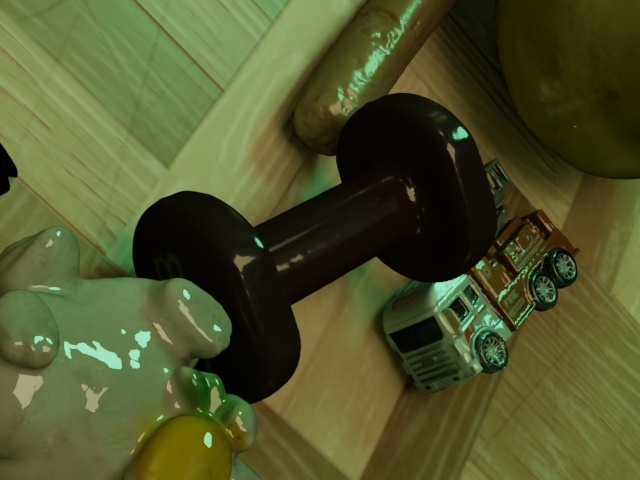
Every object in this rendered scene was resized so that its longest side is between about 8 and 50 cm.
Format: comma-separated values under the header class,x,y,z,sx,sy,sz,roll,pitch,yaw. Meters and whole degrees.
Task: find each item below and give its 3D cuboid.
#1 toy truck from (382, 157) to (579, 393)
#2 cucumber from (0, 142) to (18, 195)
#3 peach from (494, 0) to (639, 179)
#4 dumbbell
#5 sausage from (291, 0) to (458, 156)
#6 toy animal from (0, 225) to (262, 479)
class,x,y,z,sx,sy,sz,roll,pitch,yaw
toy truck,0.116,0.029,0.867,0.115,0.080,0.178,53,49,-8
cucumber,-0.224,-0.083,0.646,0.135,0.034,0.033,48,47,-19
peach,0.301,-0.214,0.951,0.315,0.281,0.314,55,50,-30
dumbbell,0.000,0.000,0.725,0.225,0.124,0.140,-27,107,-33
sausage,0.063,-0.174,0.900,0.066,0.066,0.301,50,49,-17
toy animal,-0.091,0.159,0.605,0.325,0.154,0.208,54,44,-22
